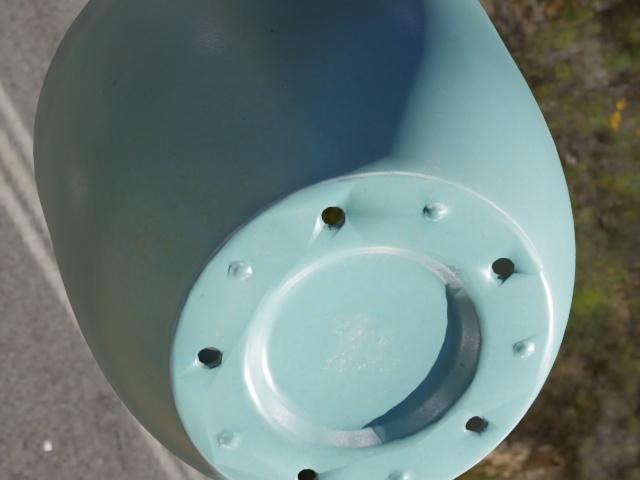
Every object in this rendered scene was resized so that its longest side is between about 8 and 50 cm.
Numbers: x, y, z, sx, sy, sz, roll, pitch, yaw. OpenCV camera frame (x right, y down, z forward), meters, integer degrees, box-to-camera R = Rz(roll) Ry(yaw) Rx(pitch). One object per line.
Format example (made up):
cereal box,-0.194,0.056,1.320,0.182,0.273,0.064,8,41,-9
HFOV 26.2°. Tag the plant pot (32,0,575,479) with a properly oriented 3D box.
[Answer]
plant pot,0.000,0.000,0.721,0.235,0.293,0.293,-114,-174,-60
